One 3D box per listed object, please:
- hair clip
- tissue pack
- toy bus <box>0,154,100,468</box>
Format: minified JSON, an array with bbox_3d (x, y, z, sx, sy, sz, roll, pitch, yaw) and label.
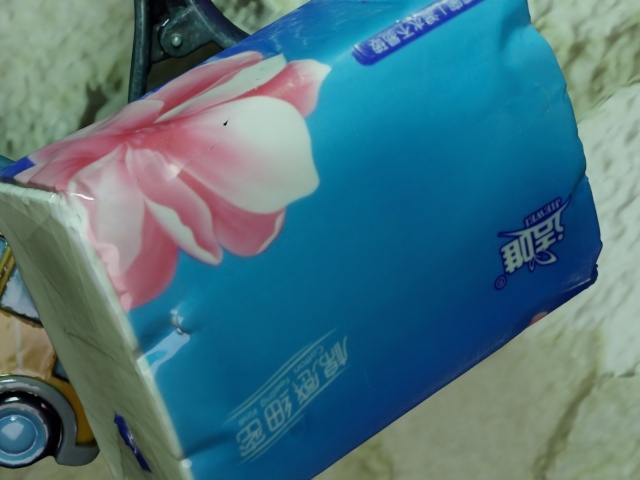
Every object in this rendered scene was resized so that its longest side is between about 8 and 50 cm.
[{"bbox_3d":[-0.113,-0.200,0.848,0.083,0.048,0.275,-21,110,6],"label":"hair clip"},{"bbox_3d":[0.000,0.000,0.840,0.269,0.137,0.209,-32,120,-26],"label":"tissue pack"},{"bbox_3d":[-0.189,0.023,0.898,0.209,0.126,0.136,25,102,-16],"label":"toy bus"}]
